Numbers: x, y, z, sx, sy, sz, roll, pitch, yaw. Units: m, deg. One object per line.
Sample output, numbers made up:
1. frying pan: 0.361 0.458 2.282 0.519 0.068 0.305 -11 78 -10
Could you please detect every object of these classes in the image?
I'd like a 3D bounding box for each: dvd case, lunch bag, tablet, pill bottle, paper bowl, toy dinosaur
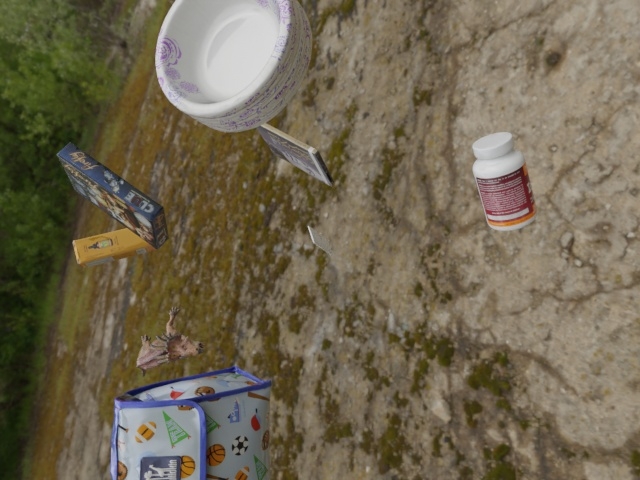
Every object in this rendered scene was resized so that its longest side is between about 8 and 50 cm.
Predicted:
1. dvd case: -0.070 -0.232 1.414 0.221 0.164 0.018 31 78 27
2. lunch bag: -0.315 0.513 1.308 0.238 0.385 0.328 -1 88 48
3. tablet: 0.000 0.000 1.275 0.006 0.083 0.054 -33 52 17
4. pill bottle: 0.308 -0.100 0.901 0.085 0.152 0.086 -20 24 9
5. paper bowl: -0.147 -0.337 0.975 0.283 0.148 0.285 -5 78 23
6. toy dinosaur: -0.494 0.344 1.647 0.295 0.127 0.200 -37 18 15

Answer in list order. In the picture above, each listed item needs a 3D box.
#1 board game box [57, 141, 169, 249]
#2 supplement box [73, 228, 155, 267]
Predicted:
1. board game box: -0.445 -0.091 1.163 0.042 0.243 0.165 -53 -5 -24
2. supplement box: -0.636 0.016 1.662 0.080 0.233 0.078 133 122 -70
